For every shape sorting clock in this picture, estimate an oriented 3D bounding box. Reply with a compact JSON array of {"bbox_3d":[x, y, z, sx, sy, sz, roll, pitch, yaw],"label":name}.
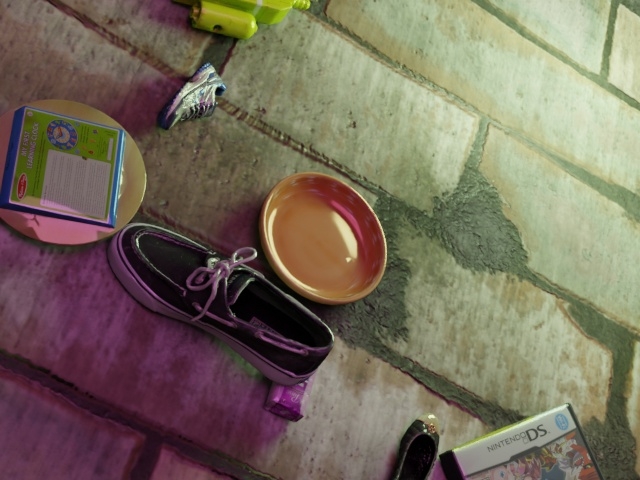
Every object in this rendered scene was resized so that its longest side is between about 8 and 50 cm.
[{"bbox_3d":[-0.321,-0.086,1.298,0.206,0.040,0.206,12,61,-22],"label":"shape sorting clock"}]

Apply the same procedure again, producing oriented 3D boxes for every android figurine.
[{"bbox_3d":[-0.137,-0.417,1.571,0.273,0.056,0.248,8,62,-28],"label":"android figurine"}]

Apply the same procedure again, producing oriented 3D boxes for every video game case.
[{"bbox_3d":[0.316,0.388,1.453,0.248,0.035,0.274,-12,73,-36],"label":"video game case"}]

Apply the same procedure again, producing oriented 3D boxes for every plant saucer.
[{"bbox_3d":[0.000,0.000,1.456,0.200,0.037,0.199,14,60,-26],"label":"plant saucer"}]

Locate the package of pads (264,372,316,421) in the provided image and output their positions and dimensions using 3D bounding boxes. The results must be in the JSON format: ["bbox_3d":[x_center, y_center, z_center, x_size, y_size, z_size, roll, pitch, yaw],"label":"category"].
[{"bbox_3d":[-0.037,0.186,1.341,0.050,0.032,0.083,27,55,-13],"label":"package of pads"}]

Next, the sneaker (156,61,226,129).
[{"bbox_3d":[-0.172,-0.191,1.439,0.058,0.052,0.135,43,52,-11],"label":"sneaker"}]

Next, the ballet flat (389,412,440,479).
[{"bbox_3d":[0.126,0.301,1.371,0.057,0.049,0.173,36,53,-12],"label":"ballet flat"}]

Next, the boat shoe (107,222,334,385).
[{"bbox_3d":[-0.122,0.064,1.289,0.306,0.105,0.113,38,51,2],"label":"boat shoe"}]
